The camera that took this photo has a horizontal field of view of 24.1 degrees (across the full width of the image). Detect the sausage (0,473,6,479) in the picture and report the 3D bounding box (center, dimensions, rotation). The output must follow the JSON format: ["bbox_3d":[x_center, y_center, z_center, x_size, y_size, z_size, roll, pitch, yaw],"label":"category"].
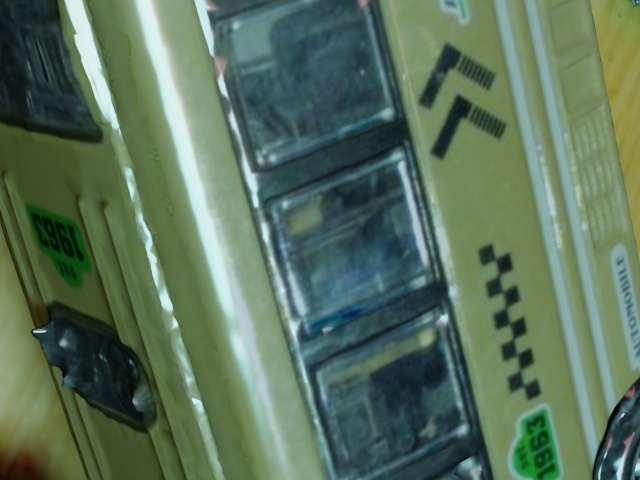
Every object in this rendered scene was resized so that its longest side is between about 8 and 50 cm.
[{"bbox_3d":[-0.080,0.221,0.591,0.078,0.078,0.304,-28,113,-17],"label":"sausage"}]

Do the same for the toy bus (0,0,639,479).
[{"bbox_3d":[0.000,0.000,0.502,0.202,0.177,0.365,-25,112,-28],"label":"toy bus"}]

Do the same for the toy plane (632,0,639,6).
[{"bbox_3d":[0.134,-0.154,0.603,0.162,0.065,0.171,-23,110,-20],"label":"toy plane"}]
